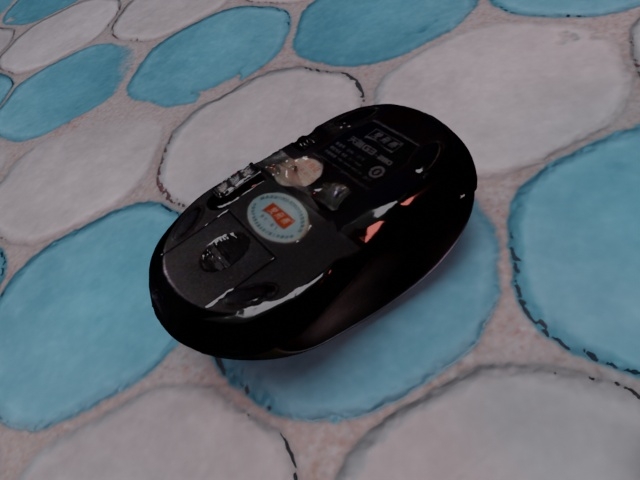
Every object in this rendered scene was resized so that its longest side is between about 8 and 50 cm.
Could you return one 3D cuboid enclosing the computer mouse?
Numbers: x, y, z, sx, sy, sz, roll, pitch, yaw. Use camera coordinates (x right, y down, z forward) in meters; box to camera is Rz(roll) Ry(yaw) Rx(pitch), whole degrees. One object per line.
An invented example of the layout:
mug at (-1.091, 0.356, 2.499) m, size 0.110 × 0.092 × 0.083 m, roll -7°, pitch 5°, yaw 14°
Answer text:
computer mouse at (0.000, 0.000, 0.385) m, size 0.233 × 0.096 × 0.137 m, roll -32°, pitch 50°, yaw -13°
